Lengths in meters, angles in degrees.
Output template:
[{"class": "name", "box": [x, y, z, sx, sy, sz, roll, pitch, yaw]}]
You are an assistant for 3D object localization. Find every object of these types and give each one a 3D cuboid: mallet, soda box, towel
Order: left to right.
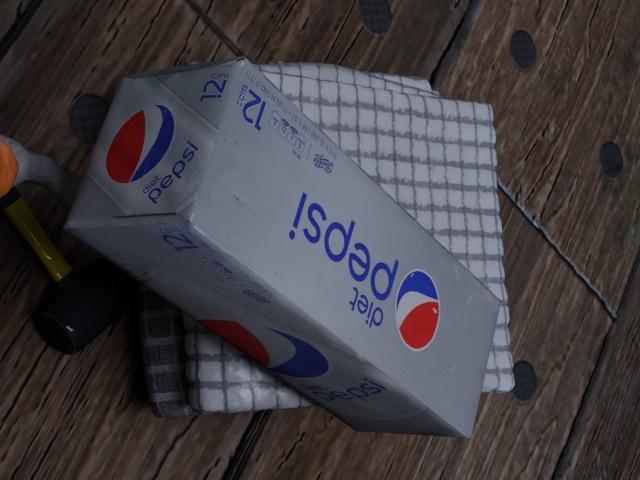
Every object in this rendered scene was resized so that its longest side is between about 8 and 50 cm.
[{"class": "mallet", "box": [-0.181, -0.022, 0.878, 0.062, 0.039, 0.190, -37, 106, -38]}, {"class": "soda box", "box": [-0.008, 0.017, 0.798, 0.286, 0.091, 0.098, 40, 58, -45]}, {"class": "towel", "box": [0.000, 0.000, 0.988, 0.283, 0.121, 0.235, 0, 83, -41]}]

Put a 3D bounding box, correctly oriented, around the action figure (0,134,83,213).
[{"class": "action figure", "box": [-0.308, -0.014, 0.669, 0.330, 0.341, 0.178, 46, 14, -49]}]
